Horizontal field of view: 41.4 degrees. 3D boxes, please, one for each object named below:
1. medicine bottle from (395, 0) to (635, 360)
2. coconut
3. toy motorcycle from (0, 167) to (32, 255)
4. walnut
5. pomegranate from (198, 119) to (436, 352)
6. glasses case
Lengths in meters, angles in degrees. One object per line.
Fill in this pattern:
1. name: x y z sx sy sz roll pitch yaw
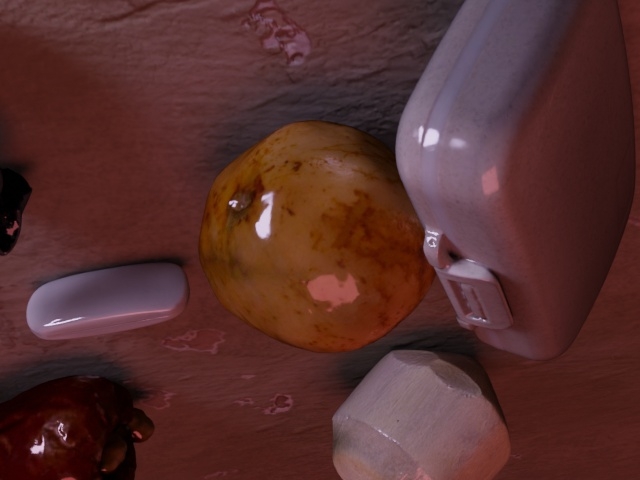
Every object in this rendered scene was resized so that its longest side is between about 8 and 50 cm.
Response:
1. medicine bottle: 0.198 -0.059 0.781 0.123 0.282 0.375 19 158 32
2. coconut: 0.155 0.278 1.250 0.266 0.237 0.237 -41 149 -21
3. toy motorcycle: -0.362 -0.059 0.780 0.173 0.108 0.307 -26 147 -25
4. walnut: -0.388 0.303 1.215 0.269 0.244 0.222 -10 106 13
5. pomegranate: 0.000 0.000 0.835 0.248 0.248 0.248 -5 144 -4
6. glasses case: -0.254 0.072 1.014 0.197 0.076 0.049 -10 142 2
